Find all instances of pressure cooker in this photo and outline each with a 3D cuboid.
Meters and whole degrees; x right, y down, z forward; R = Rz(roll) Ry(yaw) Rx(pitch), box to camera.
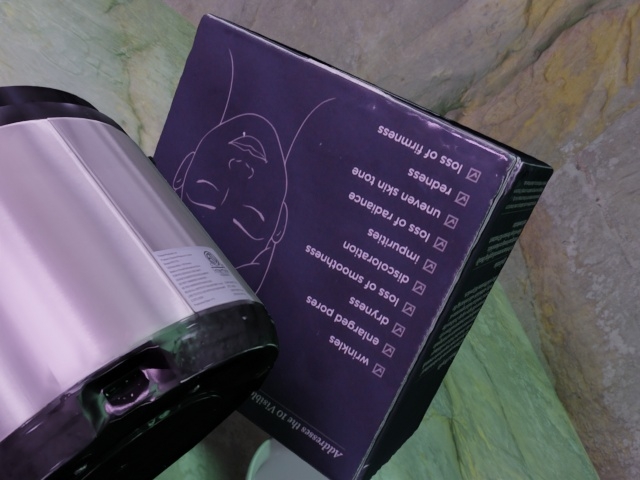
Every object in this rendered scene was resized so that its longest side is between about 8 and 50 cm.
[{"bbox_3d":[-0.290,0.054,0.690,0.420,0.375,0.370,50,-18,14],"label":"pressure cooker"}]

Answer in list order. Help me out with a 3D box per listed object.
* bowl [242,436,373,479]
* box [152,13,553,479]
[{"bbox_3d":[-0.021,0.417,0.893,0.298,0.134,0.298,37,25,-21],"label":"bowl"},{"bbox_3d":[0.000,0.000,0.993,0.479,0.472,0.297,31,15,22],"label":"box"}]
